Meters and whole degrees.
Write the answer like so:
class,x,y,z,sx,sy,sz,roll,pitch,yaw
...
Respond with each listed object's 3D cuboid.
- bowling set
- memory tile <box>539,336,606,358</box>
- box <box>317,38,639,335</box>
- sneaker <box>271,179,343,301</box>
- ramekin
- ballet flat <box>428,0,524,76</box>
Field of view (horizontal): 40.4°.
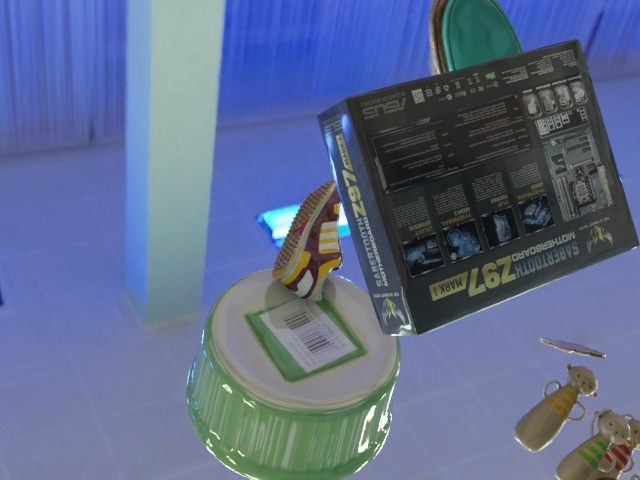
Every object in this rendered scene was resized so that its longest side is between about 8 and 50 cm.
class,x,y,z,sx,sy,sz,roll,pitch,yaw
bowling set,0.430,0.323,1.224,0.287,0.200,0.154,45,-92,-1
memory tile,0.568,0.243,1.965,0.113,0.012,0.148,10,-179,-6
box,0.131,-0.046,0.694,0.232,0.183,0.059,-19,-178,-24
sneaker,0.000,0.000,1.243,0.084,0.069,0.185,38,-118,-21
ramekin,-0.033,0.176,1.219,0.303,0.148,0.303,7,-138,-7
ballet flat,0.184,-0.159,0.970,0.107,0.316,0.106,-45,-145,-9
